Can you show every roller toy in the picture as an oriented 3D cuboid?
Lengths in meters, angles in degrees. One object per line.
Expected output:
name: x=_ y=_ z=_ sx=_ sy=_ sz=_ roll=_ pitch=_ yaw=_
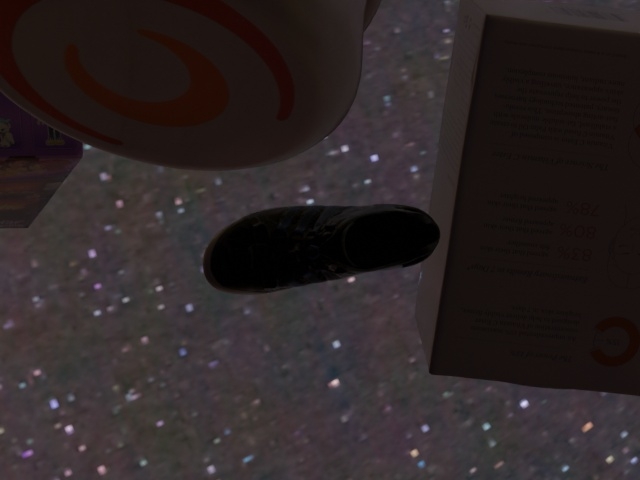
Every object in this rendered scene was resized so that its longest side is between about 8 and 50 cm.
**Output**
roller toy: x=-0.062 y=-0.135 z=0.653 sx=0.191 sy=0.209 sz=0.146 roll=-4 pitch=-122 yaw=30

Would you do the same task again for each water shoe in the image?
water shoe: x=0.000 y=0.000 z=1.198 sx=0.203 sy=0.080 sz=0.073 roll=-11 pitch=-91 yaw=-6

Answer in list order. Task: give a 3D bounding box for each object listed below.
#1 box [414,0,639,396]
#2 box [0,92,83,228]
box: x=0.223 y=-0.047 z=1.358 sx=0.215 sy=0.168 sz=0.345 roll=6 pitch=-73 yaw=-4
box: x=-0.323 y=-0.051 z=0.937 sx=0.201 sy=0.293 sz=0.057 roll=148 pitch=-62 yaw=-65
